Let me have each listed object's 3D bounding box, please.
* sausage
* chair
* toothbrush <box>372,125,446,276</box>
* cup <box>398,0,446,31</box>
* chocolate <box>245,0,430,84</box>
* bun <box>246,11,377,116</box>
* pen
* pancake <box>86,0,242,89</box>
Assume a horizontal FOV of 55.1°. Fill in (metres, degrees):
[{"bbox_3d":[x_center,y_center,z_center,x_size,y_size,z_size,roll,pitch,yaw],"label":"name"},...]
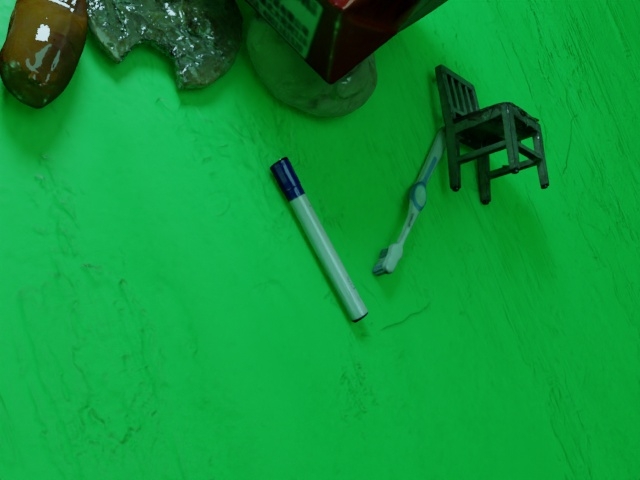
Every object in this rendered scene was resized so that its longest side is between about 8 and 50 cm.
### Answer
[{"bbox_3d":[-0.326,-0.237,0.727,0.089,0.089,0.179,23,58,-30],"label":"sausage"},{"bbox_3d":[0.326,-0.221,1.167,0.136,0.147,0.270,15,66,-44],"label":"chair"},{"bbox_3d":[0.176,-0.084,1.083,0.040,0.040,0.386,43,53,-18],"label":"toothbrush"},{"bbox_3d":[0.126,-0.461,1.071,0.191,0.200,0.253,48,51,-15],"label":"cup"},{"bbox_3d":[0.024,-0.464,0.861,0.341,0.161,0.360,-43,85,-11],"label":"chocolate"},{"bbox_3d":[-0.002,-0.308,0.974,0.237,0.116,0.209,4,72,-38],"label":"bun"},{"bbox_3d":[0.000,0.000,0.922,0.033,0.033,0.269,-31,95,-40],"label":"pen"},{"bbox_3d":[-0.219,-0.329,0.867,0.254,0.037,0.253,14,66,-35],"label":"pancake"}]
